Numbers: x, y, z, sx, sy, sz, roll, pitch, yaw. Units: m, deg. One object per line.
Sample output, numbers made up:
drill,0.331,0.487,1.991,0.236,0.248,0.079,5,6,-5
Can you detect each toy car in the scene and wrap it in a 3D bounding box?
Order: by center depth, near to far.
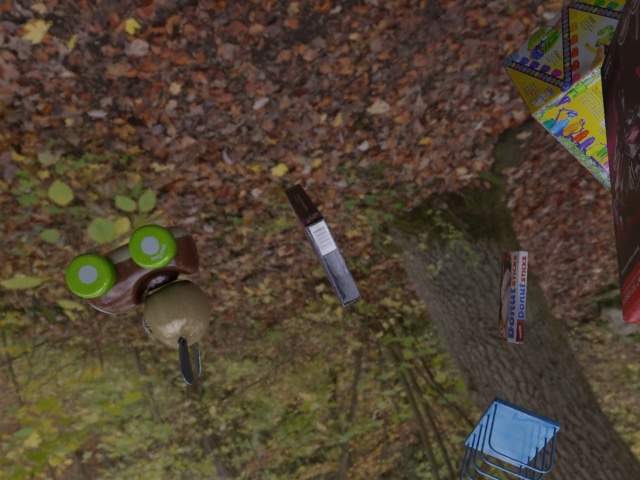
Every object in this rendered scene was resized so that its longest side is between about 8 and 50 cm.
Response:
toy car,-0.197,0.089,0.769,0.149,0.188,0.155,-25,178,-3

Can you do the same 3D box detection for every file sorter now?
file sorter,0.332,0.384,1.115,0.170,0.118,0.104,102,12,-46

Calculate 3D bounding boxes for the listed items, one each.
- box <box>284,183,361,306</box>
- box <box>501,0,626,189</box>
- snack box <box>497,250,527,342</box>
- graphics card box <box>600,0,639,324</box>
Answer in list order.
box,0.000,0.000,0.799,0.029,0.116,0.162,-27,-157,-3
box,0.544,-0.291,1.130,0.290,0.177,0.279,30,125,-35
snack box,0.380,0.111,1.235,0.022,0.178,0.064,6,175,-16
graphics card box,0.373,-0.121,0.640,0.094,0.371,0.233,5,153,11
